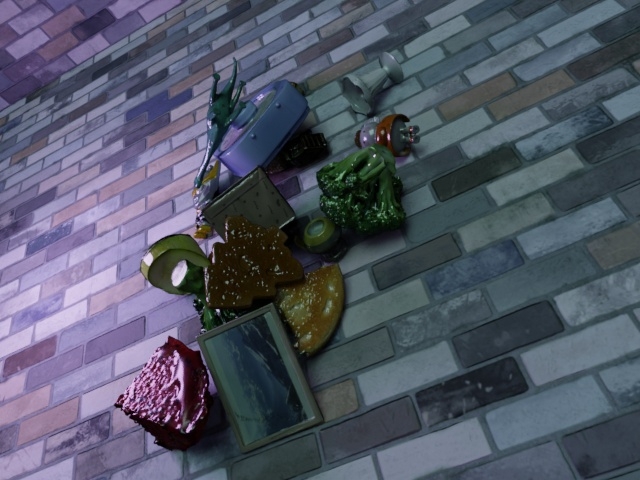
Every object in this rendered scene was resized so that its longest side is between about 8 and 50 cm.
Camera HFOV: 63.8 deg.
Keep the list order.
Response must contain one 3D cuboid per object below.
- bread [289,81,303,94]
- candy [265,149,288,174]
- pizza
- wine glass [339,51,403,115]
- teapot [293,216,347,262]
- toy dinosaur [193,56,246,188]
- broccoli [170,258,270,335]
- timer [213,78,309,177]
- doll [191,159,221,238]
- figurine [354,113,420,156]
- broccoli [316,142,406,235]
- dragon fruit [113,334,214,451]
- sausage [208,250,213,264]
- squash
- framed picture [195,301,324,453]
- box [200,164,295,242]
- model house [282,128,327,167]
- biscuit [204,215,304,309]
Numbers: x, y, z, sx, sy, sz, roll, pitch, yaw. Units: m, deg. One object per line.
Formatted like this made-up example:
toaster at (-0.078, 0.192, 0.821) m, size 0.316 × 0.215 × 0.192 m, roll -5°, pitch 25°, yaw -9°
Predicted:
bread at (-0.147, -0.580, 2.090) m, size 0.127 × 0.069 × 0.140 m, roll 12°, pitch 69°, yaw 35°
candy at (-0.173, -0.296, 1.908) m, size 0.110 × 0.085 × 0.095 m, roll -15°, pitch 43°, yaw 33°
pizza at (-0.051, 0.182, 1.465) m, size 0.228 × 0.081 × 0.290 m, roll 18°, pitch 69°, yaw -6°
wine glass at (0.185, -0.571, 1.855) m, size 0.196 × 0.165 × 0.165 m, roll -43°, pitch 49°, yaw -11°
teapot at (0.000, 0.000, 1.580) m, size 0.165 × 0.119 × 0.130 m, roll -9°, pitch 46°, yaw 33°
toy dinosaur at (-0.377, -0.415, 1.838) m, size 0.331 × 0.129 × 0.384 m, roll -51°, pitch 30°, yaw 45°
broccoli at (-0.293, 0.173, 1.507) m, size 0.297 × 0.297 × 0.298 m, roll -31°, pitch 44°, yaw 34°
timer at (-0.246, -0.417, 1.897) m, size 0.395 × 0.173 × 0.395 m, roll -36°, pitch 30°, yaw 25°
doll at (-0.433, -0.155, 1.934) m, size 0.103 × 0.145 × 0.316 m, roll 3°, pitch 60°, yaw -10°
figurine at (0.216, -0.346, 1.710) m, size 0.143 × 0.143 × 0.271 m, roll -52°, pitch 26°, yaw -12°
broccoli at (0.131, -0.153, 1.523) m, size 0.275 × 0.307 × 0.308 m, roll -50°, pitch 36°, yaw 42°
dragon fruit at (-0.400, 0.458, 1.365) m, size 0.240 × 0.303 × 0.330 m, roll -13°, pitch 15°, yaw -32°
sausage at (-0.334, 0.095, 1.735) m, size 0.183 × 0.054 × 0.062 m, roll 52°, pitch 122°, yaw 39°
squash at (-0.485, 0.092, 1.713) m, size 0.220 × 0.220 × 0.133 m, roll -38°, pitch 54°, yaw 0°
framed picture at (-0.165, 0.365, 1.367) m, size 0.247 × 0.022 × 0.335 m, roll -25°, pitch 83°, yaw 11°
box at (-0.217, -0.093, 1.622) m, size 0.225 × 0.190 × 0.297 m, roll -37°, pitch 6°, yaw 1°
model house at (-0.057, -0.350, 1.858) m, size 0.152 × 0.106 × 0.165 m, roll -28°, pitch 54°, yaw 11°
biscuit at (-0.209, 0.073, 1.419) m, size 0.278 × 0.043 × 0.301 m, roll 43°, pitch 66°, yaw 6°
